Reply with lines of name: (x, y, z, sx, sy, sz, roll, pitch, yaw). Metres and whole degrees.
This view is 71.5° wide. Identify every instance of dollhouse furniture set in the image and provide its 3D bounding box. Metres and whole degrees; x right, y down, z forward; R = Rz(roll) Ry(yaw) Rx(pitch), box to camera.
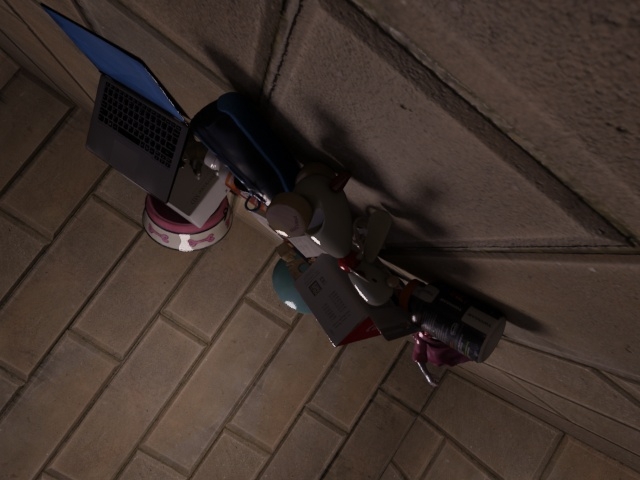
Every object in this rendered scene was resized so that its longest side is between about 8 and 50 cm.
dollhouse furniture set: (-0.045, 0.082, 1.521, 0.161, 0.101, 0.182, 56, -175, 30)

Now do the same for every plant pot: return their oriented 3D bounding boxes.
plant pot: (-0.026, 0.115, 1.739, 0.290, 0.290, 0.195, 34, 140, 5)

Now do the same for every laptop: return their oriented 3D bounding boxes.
laptop: (-0.589, -0.357, 1.248, 0.382, 0.408, 0.236, 33, -157, 17)

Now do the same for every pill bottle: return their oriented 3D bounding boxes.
pill bottle: (0.318, 0.187, 1.110, 0.246, 0.130, 0.130, 29, 170, 35)
pill bottle: (-0.163, -0.159, 1.069, 0.216, 0.121, 0.121, 34, 172, -2)

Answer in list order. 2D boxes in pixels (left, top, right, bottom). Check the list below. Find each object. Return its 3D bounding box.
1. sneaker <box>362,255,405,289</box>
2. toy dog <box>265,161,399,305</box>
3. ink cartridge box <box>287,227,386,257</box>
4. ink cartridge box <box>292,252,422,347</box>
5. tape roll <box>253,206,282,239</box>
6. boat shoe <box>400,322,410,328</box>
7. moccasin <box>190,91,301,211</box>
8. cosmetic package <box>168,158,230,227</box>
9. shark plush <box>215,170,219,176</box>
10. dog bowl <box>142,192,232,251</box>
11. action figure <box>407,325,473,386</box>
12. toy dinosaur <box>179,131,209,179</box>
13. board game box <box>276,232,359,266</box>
sneaker: (0.139, 0.109, 1.452, 0.296, 0.112, 0.131, 28, 169, 36)
toy dog: (0.062, -0.022, 0.855, 0.334, 0.220, 0.161, 31, 143, -34)
ink cartridge box: (0.045, -0.013, 1.132, 0.225, 0.056, 0.181, -9, 160, 11)
ink cartridge box: (0.121, 0.177, 1.196, 0.309, 0.130, 0.272, 7, -139, -56)
tape roll: (-0.092, -0.050, 1.504, 0.286, 0.100, 0.286, 33, 171, 6)
boat shoe: (0.300, 0.300, 1.948, 0.130, 0.132, 0.355, 40, 169, 44)
moccasin: (-0.127, -0.151, 0.903, 0.117, 0.137, 0.342, -16, 135, 20)
cosmetic package: (-0.634, -0.278, 1.883, 0.453, 0.230, 0.161, 32, 168, 11)
shark plush: (-0.323, -0.258, 1.397, 0.067, 0.073, 0.161, 64, -178, 11)
dog bowl: (-0.607, -0.155, 2.037, 0.408, 0.408, 0.150, 33, 144, 11)
action figure: (0.390, 0.288, 1.406, 0.370, 0.248, 0.275, 44, -165, -53)
toy dinosaur: (-0.451, -0.328, 1.391, 0.313, 0.121, 0.160, 49, 151, -5)
board game box: (0.000, 0.000, 1.285, 0.165, 0.042, 0.243, -11, 150, 20)
